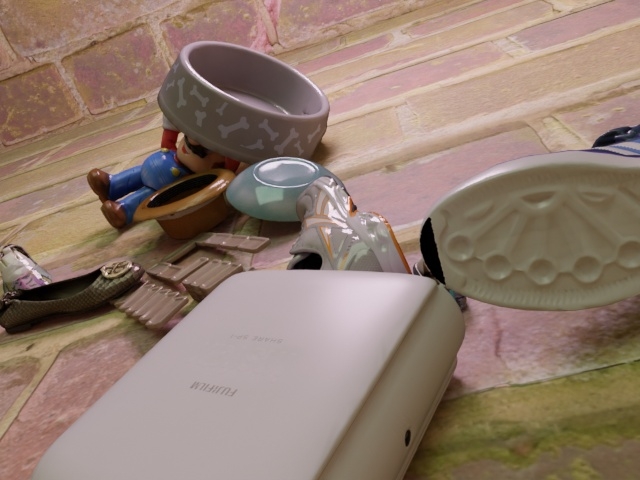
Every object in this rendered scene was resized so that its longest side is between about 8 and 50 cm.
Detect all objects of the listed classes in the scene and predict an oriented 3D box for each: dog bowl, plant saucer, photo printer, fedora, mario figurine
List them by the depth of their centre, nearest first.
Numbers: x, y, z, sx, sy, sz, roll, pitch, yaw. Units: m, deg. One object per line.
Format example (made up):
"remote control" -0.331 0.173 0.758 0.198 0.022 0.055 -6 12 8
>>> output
"photo printer" -0.056 0.144 0.460 0.256 0.107 0.307 0 31 36
"plant saucer" -0.055 -0.095 0.946 0.195 0.037 0.194 1 34 0
"fedora" -0.226 -0.056 1.025 0.195 0.079 0.194 -19 24 9
"dog bowl" -0.139 -0.281 1.172 0.349 0.102 0.348 18 33 -12
"mario figurine" -0.302 -0.162 1.174 0.321 0.198 0.170 -30 14 -9

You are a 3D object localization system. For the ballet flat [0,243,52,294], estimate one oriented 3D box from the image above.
"ballet flat" -0.537 0.050 1.045 0.077 0.079 0.222 -32 28 -25

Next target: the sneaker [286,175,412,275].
"sneaker" 0.000 0.000 0.729 0.121 0.099 0.262 -30 25 -9

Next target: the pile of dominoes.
"pile of dominoes" -0.187 0.059 0.841 0.196 0.040 0.251 -37 22 -26

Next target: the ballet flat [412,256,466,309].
"ballet flat" 0.124 0.034 0.627 0.041 0.041 0.114 -21 25 0

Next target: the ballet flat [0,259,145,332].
"ballet flat" -0.385 0.076 0.891 0.250 0.058 0.084 -18 20 12

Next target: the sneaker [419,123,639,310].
"sneaker" 0.257 -0.034 0.557 0.323 0.130 0.236 -12 8 12
